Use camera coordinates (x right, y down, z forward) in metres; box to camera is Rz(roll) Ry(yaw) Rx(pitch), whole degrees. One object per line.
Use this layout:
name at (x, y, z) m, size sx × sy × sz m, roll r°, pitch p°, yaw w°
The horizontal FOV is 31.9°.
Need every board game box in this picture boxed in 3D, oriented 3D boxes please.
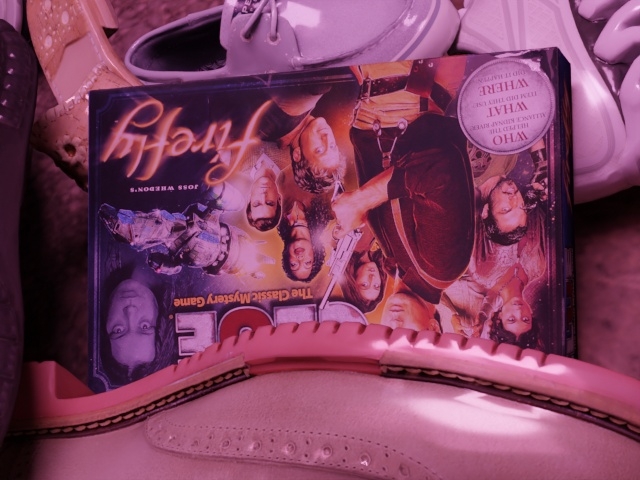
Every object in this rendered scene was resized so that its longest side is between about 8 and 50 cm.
board game box at (0.000, 0.000, 0.549) m, size 0.243 × 0.042 × 0.165 m, roll -3°, pitch 86°, yaw 21°

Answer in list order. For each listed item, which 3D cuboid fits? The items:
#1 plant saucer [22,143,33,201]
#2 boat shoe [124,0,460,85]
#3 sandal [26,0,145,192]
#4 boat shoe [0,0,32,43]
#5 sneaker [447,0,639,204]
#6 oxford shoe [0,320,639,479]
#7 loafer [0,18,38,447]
plant saucer at (-0.341, 0.025, 0.710) m, size 0.400 × 0.100 × 0.400 m, roll -13°, pitch 51°, yaw 16°
boat shoe at (-0.030, -0.111, 0.648) m, size 0.227 × 0.081 × 0.079 m, roll -9°, pitch 51°, yaw 41°
sandal at (-0.141, -0.070, 0.656) m, size 0.088 × 0.079 × 0.240 m, roll -49°, pitch 60°, yaw 35°
boat shoe at (-0.308, -0.207, 0.876) m, size 0.302 × 0.091 × 0.114 m, roll 25°, pitch 112°, yaw 32°
sneaker at (0.120, -0.137, 0.624) m, size 0.118 × 0.110 × 0.292 m, roll -24°, pitch 47°, yaw 19°
oxford shoe at (-0.040, 0.131, 0.472) m, size 0.397 × 0.140 × 0.146 m, roll -12°, pitch 53°, yaw 31°
loafer at (-0.200, 0.037, 0.494) m, size 0.366 × 0.134 × 0.130 m, roll -88°, pitch 23°, yaw -47°
